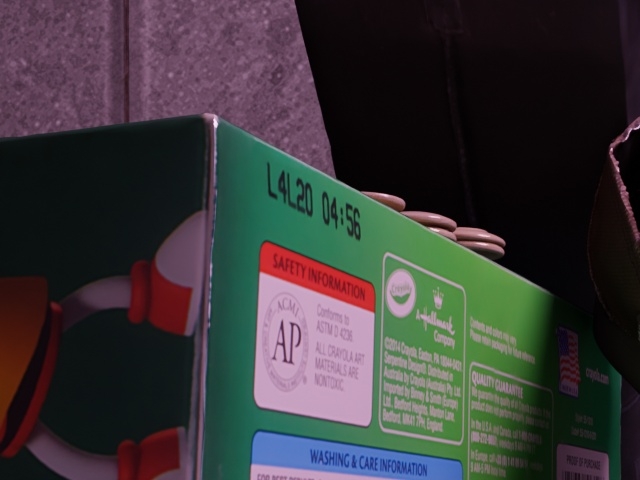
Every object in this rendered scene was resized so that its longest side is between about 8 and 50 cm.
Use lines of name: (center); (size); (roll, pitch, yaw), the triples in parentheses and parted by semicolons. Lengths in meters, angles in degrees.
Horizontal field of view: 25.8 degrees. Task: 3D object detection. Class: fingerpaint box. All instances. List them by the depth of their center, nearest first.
fingerpaint box: (-0.098, 0.085, 0.640); (0.371, 0.163, 0.445); (-4, -13, 27)

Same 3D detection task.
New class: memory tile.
memory tile: (0.000, 0.000, 0.642); (0.148, 0.012, 0.113); (-7, -14, 42)

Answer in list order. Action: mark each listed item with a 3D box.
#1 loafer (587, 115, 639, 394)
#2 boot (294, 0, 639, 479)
loafer: (0.178, 0.017, 0.544); (0.134, 0.130, 0.366); (-17, 12, -7)
boot: (0.031, -0.005, 0.859); (0.367, 0.146, 0.445); (4, -44, 18)
